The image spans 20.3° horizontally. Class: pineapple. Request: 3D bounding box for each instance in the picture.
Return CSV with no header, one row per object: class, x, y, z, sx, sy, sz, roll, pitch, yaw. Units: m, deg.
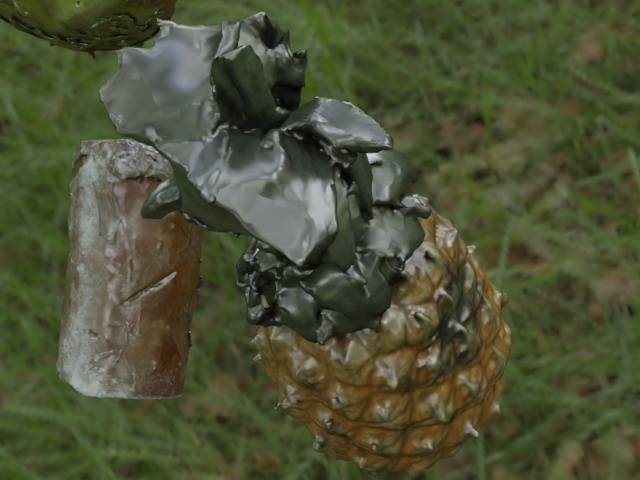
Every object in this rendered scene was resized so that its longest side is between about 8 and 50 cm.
pineapple,0.000,0.000,0.689,0.119,0.237,0.111,1,59,27

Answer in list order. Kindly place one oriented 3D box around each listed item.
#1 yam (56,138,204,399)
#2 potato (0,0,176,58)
yam,-0.103,0.013,0.971,0.079,0.141,0.079,5,0,0
potato,-0.141,-0.152,0.730,0.119,0.198,0.054,-23,16,42
